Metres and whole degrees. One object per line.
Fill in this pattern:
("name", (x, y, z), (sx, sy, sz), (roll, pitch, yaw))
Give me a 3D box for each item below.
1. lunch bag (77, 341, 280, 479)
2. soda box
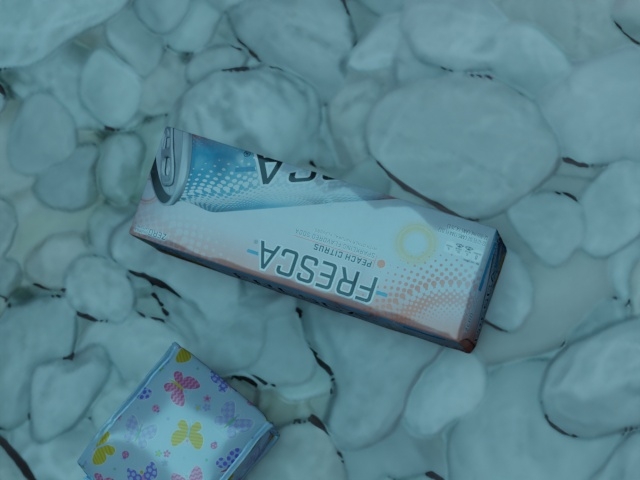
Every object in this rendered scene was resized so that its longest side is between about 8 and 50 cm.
("lunch bag", (-0.074, 0.107, 1.022), (0.071, 0.053, 0.083), (38, 79, 12))
("soda box", (0.000, 0.000, 1.023), (0.183, 0.058, 0.063), (18, 84, 12))
